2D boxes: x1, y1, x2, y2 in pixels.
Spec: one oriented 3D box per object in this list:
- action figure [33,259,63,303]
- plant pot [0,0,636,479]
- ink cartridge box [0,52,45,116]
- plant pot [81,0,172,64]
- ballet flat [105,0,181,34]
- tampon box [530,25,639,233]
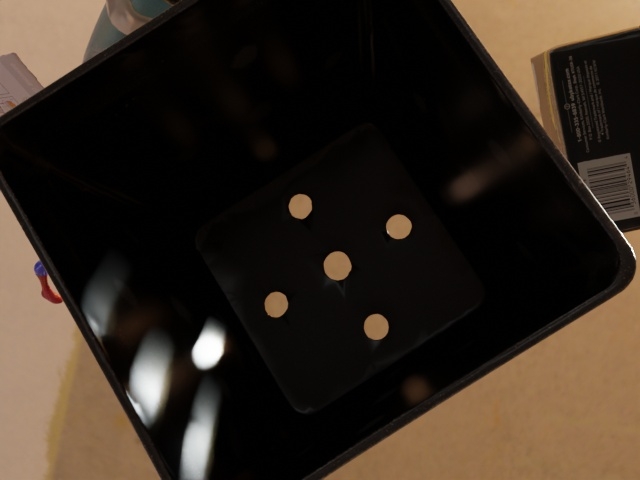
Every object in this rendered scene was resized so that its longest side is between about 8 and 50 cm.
[{"bbox_3d":[-0.195,-0.005,0.683,0.030,0.115,0.038,18,-132,20],"label":"action figure"},{"bbox_3d":[0.000,0.000,0.435,0.187,0.167,0.188,-33,-104,1],"label":"plant pot"},{"bbox_3d":[-0.327,-0.124,0.948,0.224,0.181,0.056,-5,-128,25],"label":"ink cartridge box"},{"bbox_3d":[-0.123,-0.167,0.961,0.195,0.290,0.290,-35,-113,-26],"label":"plant pot"},{"bbox_3d":[-0.107,-0.162,0.450,0.348,0.123,0.123,18,-119,-30],"label":"ballet flat"},{"bbox_3d":[0.204,-0.077,0.631,0.101,0.161,0.121,-12,-84,10],"label":"tampon box"}]
